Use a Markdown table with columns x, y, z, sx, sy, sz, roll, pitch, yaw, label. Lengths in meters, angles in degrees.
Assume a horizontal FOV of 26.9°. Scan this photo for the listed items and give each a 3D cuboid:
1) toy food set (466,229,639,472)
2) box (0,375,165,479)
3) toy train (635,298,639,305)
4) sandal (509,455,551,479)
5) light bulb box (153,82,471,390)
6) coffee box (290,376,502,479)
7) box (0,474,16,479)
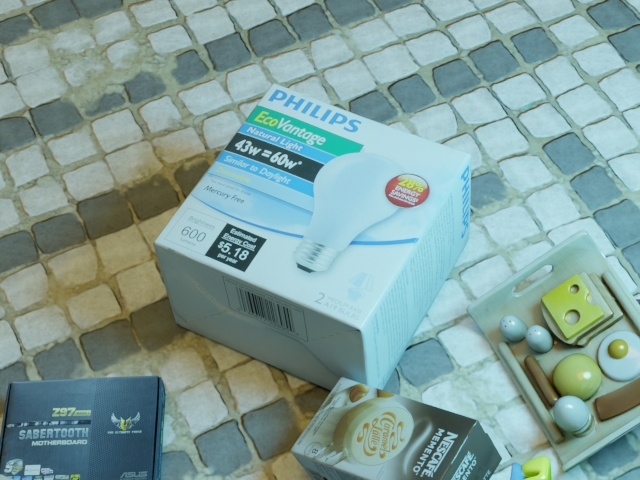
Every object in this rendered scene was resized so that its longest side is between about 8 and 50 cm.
| x | y | z | sx | sy | sz | roll | pitch | yaw | label |
| --- | --- | --- | --- | --- | --- | --- | --- | --- | --- |
| 0.370 | 0.156 | 1.936 | 0.219 | 0.092 | 0.306 | -36 | 55 | 11 | toy food set |
| -0.346 | 0.291 | 1.948 | 0.232 | 0.059 | 0.183 | -2 | 52 | 1 | box |
| 0.491 | 0.155 | 1.994 | 0.248 | 0.105 | 0.143 | 1 | 70 | 10 | toy train |
| 0.233 | 0.432 | 1.783 | 0.138 | 0.126 | 0.317 | 1 | 46 | 14 | sandal |
| 0.000 | 0.000 | 2.046 | 0.357 | 0.225 | 0.361 | 21 | 57 | 19 | light bulb box |
| 0.103 | 0.293 | 1.840 | 0.246 | 0.098 | 0.141 | 12 | 56 | 41 | coffee box |
| -0.312 | 0.441 | 1.781 | 0.311 | 0.148 | 0.121 | 18 | 55 | 14 | box |
